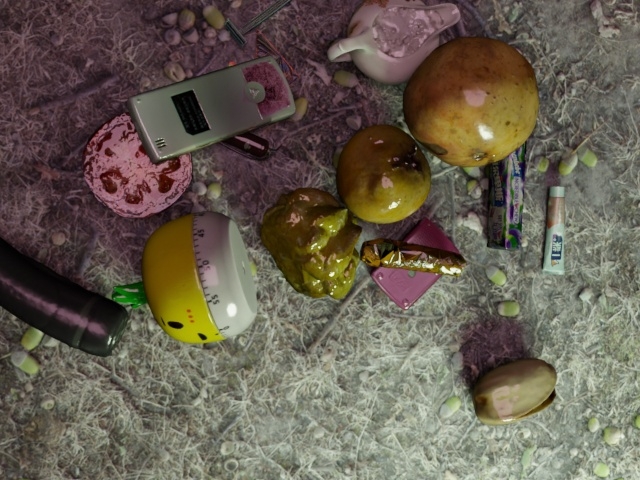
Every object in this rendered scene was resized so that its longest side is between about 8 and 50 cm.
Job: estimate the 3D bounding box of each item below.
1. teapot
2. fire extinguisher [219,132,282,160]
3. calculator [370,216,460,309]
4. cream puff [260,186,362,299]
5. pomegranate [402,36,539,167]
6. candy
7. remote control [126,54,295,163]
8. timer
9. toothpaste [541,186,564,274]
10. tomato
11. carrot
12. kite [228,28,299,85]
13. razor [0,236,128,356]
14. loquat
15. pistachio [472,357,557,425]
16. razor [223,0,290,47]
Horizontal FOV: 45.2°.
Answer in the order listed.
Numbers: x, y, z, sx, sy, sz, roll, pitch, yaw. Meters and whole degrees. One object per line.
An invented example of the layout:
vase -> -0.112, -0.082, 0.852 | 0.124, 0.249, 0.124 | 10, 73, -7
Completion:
teapot -> 0.152, -0.440, 1.678 | 0.298, 0.139, 0.204 | -25, 95, -10
fire extinguisher -> -0.167, -0.215, 1.662 | 0.158, 0.043, 0.064 | 24, 114, -8
calculator -> 0.214, 0.054, 1.728 | 0.126, 0.034, 0.190 | 45, 83, -8
cream puff -> -0.015, 0.005, 1.591 | 0.244, 0.244, 0.196 | 31, 73, -8
pomegranate -> 0.316, -0.290, 1.612 | 0.281, 0.281, 0.281 | 0, 88, -10
candy -> 0.421, -0.131, 1.740 | 0.061, 0.088, 0.312 | 4, 87, -13
remote control -> -0.218, -0.277, 1.596 | 0.344, 0.050, 0.145 | -23, 91, -27
timer -> -0.281, 0.085, 1.533 | 0.285, 0.285, 0.285 | 0, 88, -10
toothpaste -> 0.546, -0.023, 1.789 | 0.056, 0.036, 0.205 | 2, 92, -9
tomato -> -0.379, -0.153, 1.601 | 0.225, 0.085, 0.224 | 0, 90, -15
carrot -> 0.202, 0.038, 1.678 | 0.229, 0.069, 0.068 | 9, 87, -8
kite -> -0.124, -0.370, 1.691 | 0.159, 0.010, 0.189 | 4, 87, -10
razor -> -0.540, 0.108, 1.506 | 0.349, 0.204, 0.113 | 31, 85, -5
loquat -> 0.138, -0.141, 1.633 | 0.213, 0.213, 0.213 | 0, 88, -10
pistachio -> 0.432, 0.339, 1.710 | 0.206, 0.131, 0.129 | -17, 134, -11
razor -> -0.117, -0.500, 1.682 | 0.191, 0.037, 0.068 | -39, 91, -11
